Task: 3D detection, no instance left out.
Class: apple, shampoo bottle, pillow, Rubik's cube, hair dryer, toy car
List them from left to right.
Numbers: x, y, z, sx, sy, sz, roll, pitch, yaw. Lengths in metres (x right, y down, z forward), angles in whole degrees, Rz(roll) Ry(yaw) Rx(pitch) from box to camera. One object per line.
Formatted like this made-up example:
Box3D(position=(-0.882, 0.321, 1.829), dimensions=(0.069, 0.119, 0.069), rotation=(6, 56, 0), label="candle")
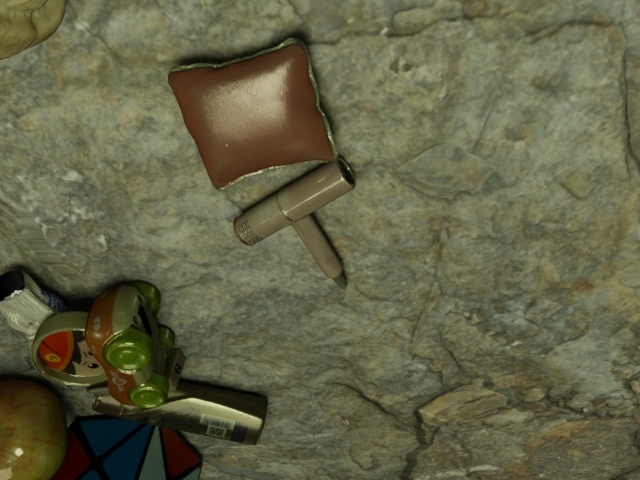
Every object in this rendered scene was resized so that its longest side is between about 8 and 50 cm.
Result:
Box3D(position=(-0.642, 0.408, 1.154), dimensions=(0.261, 0.260, 0.194), rotation=(-8, 154, 11), label="apple")
Box3D(position=(-0.380, 0.193, 0.979), dimensions=(0.235, 0.145, 0.235), rotation=(-4, 129, -5), label="toy car")
Box3D(position=(-0.443, 0.556, 1.260), dimensions=(0.248, 0.246, 0.250), rotation=(-11, 130, 16), label="Rubik's cube")
Box3D(position=(-0.290, 0.346, 1.171), dimensions=(0.350, 0.084, 0.125), rotation=(12, 128, -6), label="shampoo bottle")
Box3D(position=(-0.082, -0.159, 0.716), dimensions=(0.179, 0.075, 0.171), rotation=(-11, 124, 11), label="pillow")
Box3D(position=(0.012, -0.003, 0.860), dimensions=(0.195, 0.053, 0.220), rotation=(-29, 124, 26), label="hair dryer")

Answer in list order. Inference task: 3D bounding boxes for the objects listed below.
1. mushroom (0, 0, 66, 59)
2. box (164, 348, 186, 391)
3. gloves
Box3D(position=(-0.310, -0.291, 0.518), dimensions=(0.234, 0.254, 0.260), rotation=(8, 174, 9), label="mushroom")
Box3D(position=(-0.311, 0.255, 1.096), dimensions=(0.083, 0.079, 0.035), rotation=(-10, 129, 15), label="box")
Box3D(position=(-0.489, 0.145, 1.005), dimensions=(0.119, 0.097, 0.229), rotation=(-8, 125, 16), label="gloves")
